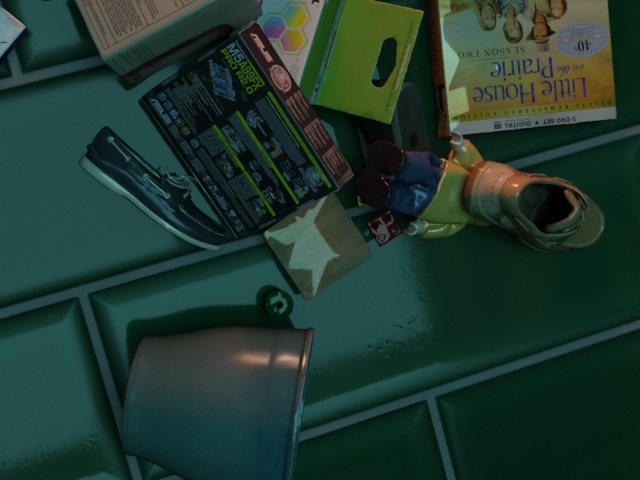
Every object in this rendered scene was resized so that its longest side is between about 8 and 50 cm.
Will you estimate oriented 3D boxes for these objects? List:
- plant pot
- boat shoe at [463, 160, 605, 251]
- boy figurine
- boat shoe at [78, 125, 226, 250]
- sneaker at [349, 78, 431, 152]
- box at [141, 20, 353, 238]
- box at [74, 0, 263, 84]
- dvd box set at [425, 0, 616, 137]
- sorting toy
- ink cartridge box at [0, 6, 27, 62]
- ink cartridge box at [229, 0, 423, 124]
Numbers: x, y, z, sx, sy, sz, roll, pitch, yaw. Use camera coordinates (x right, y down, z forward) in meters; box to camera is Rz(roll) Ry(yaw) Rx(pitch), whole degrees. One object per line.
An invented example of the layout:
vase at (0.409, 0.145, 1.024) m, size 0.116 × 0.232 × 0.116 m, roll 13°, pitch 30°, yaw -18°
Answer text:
plant pot at (-0.154, 0.246, 1.556) m, size 0.255 × 0.271 × 0.272 m, roll 8°, pitch 92°, yaw 2°
boat shoe at (0.369, -0.040, 1.661) m, size 0.341 × 0.110 × 0.122 m, roll 11°, pitch 95°, yaw -44°
boy figurine at (0.196, -0.085, 1.636) m, size 0.285 × 0.092 × 0.177 m, roll 9°, pitch 107°, yaw -40°
boat shoe at (-0.243, -0.078, 1.589) m, size 0.254 × 0.095 × 0.079 m, roll 35°, pitch 97°, yaw -4°
sneaker at (0.107, -0.165, 1.678) m, size 0.083 × 0.118 × 0.222 m, roll -34°, pitch 131°, yaw -35°
box at (-0.110, -0.158, 1.559) m, size 0.216 × 0.060 × 0.270 m, roll -26°, pitch 104°, yaw 35°
box at (-0.224, -0.354, 1.510) m, size 0.232 × 0.127 × 0.149 m, roll -27°, pitch 78°, yaw 4°
dvd box set at (0.324, -0.392, 1.713) m, size 0.307 × 0.062 × 0.420 m, roll -6°, pitch 95°, yaw -12°
sorting toy at (0.000, 0.000, 1.671) m, size 0.274 × 0.046 × 0.132 m, roll -35°, pitch 100°, yaw -8°
ink cartridge box at (-0.543, -0.340, 1.521) m, size 0.207 × 0.046 × 0.097 m, roll 39°, pitch 83°, yaw -12°
ink cartridge box at (0.003, -0.301, 1.568) m, size 0.255 × 0.097 × 0.189 m, roll 17°, pitch 90°, yaw 19°
